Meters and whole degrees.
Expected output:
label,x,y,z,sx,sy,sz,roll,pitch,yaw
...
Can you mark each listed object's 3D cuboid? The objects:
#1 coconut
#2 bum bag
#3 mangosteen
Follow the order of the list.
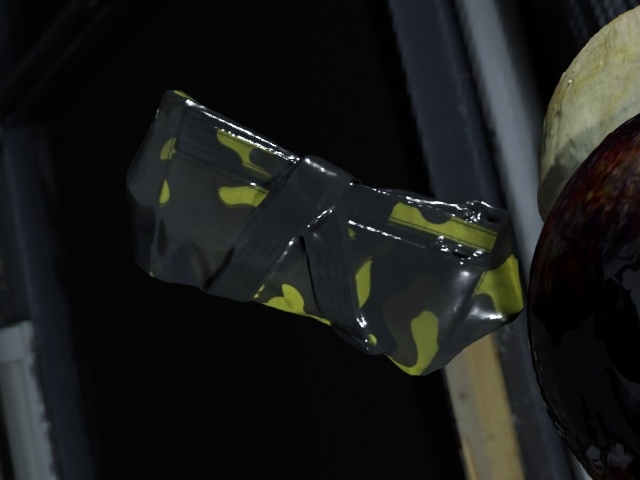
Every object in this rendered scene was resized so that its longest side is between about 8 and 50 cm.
label,x,y,z,sx,sy,sz,roll,pitch,yaw
coconut,0.344,-0.079,1.190,0.297,0.254,0.297,13,-48,15
bum bag,0.000,0.000,0.732,0.233,0.060,0.106,22,-81,9
mangosteen,0.273,0.040,0.701,0.330,0.330,0.330,16,-71,56
